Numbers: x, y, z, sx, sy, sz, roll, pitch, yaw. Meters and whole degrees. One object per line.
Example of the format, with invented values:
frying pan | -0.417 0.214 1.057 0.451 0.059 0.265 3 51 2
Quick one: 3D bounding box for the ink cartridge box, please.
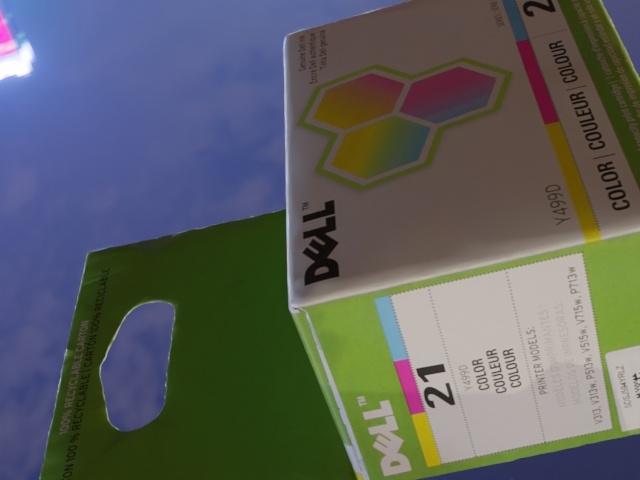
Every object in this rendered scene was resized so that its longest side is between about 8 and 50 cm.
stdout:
ink cartridge box | 0.000 0.000 0.451 0.255 0.097 0.189 -13 -143 7
